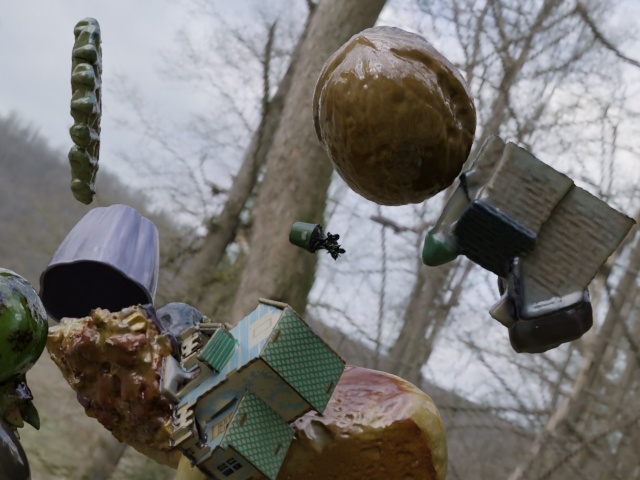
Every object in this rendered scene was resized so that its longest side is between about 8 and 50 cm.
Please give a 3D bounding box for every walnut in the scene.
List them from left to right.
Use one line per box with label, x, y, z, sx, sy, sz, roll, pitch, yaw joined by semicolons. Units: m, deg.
walnut;0.129;-0.230;1.908;0.332;0.333;0.333;24;-15;7

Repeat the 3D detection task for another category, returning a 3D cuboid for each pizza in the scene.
pizza;-0.319;0.236;1.752;0.408;0.114;0.278;37;-48;20

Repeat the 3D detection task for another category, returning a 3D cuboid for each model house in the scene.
model house;-0.089;0.177;1.426;0.178;0.206;0.271;49;17;-23
model house;0.351;0.001;1.869;0.298;0.284;0.243;32;-3;3

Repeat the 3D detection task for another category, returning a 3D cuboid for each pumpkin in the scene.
pumpkin;-0.246;0.192;1.923;0.167;0.125;0.167;156;-90;-89

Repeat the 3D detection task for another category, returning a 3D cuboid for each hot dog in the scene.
hot dog;-0.019;0.318;1.595;0.223;0.405;0.185;-112;-171;-67

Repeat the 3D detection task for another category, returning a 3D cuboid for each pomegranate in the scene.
pomegranate;-0.462;0.153;1.439;0.263;0.211;0.211;56;-17;0

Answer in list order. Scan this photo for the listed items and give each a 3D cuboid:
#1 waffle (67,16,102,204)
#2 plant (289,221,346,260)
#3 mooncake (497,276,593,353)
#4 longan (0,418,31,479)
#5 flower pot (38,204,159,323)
waffle;-0.422;-0.237;1.885;0.056;0.292;0.309;0;-40;-10
plant;0.000;0.000;1.757;0.102;0.051;0.051;18;-17;24
mooncake;0.503;0.047;2.407;0.212;0.351;0.381;-11;-65;8
longan;-0.471;0.298;1.275;0.248;0.248;0.248;24;-15;7
flower pot;-0.483;0.055;2.379;0.265;0.243;0.265;4;-45;4
